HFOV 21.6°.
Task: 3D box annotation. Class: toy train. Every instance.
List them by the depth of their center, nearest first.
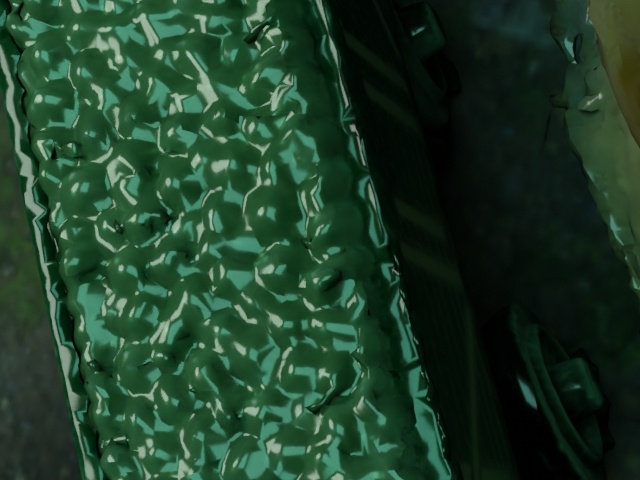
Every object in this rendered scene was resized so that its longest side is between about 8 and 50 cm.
[{"bbox_3d":[0.000,0.000,0.478,0.115,0.154,0.269,-19,73,18],"label":"toy train"}]

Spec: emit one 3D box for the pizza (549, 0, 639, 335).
[{"bbox_3d":[0.209,0.069,0.265,0.392,0.080,0.435,-29,71,45],"label":"pizza"}]
